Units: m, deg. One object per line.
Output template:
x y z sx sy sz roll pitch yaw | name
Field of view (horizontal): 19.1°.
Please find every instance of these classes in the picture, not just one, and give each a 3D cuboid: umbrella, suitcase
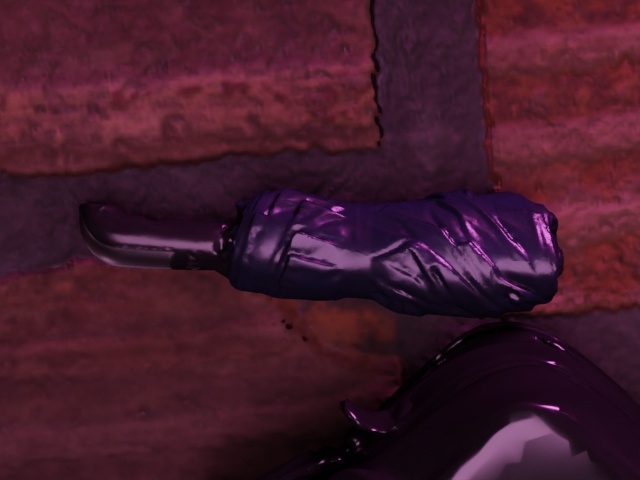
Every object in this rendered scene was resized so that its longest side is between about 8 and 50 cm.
0.000 0.007 0.977 0.248 0.071 0.071 -1 107 2 | umbrella
0.078 0.246 0.985 0.345 0.188 0.339 -44 106 12 | suitcase
